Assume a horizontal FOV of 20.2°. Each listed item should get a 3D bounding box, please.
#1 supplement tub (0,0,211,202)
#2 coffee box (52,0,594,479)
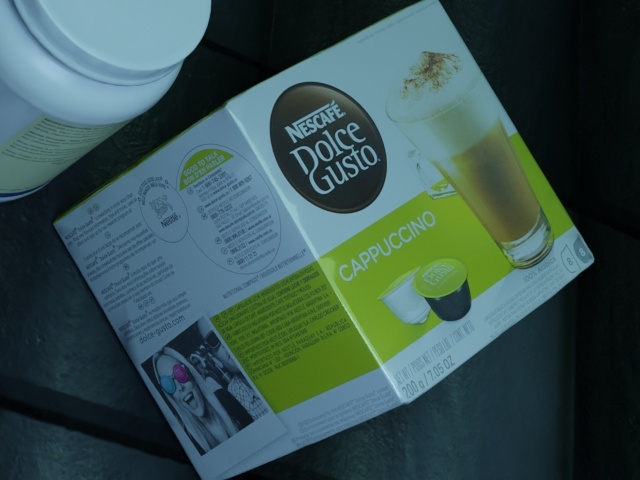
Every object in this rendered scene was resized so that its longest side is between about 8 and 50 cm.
[{"bbox_3d":[-0.275,-0.192,1.736,0.235,0.325,0.235,16,62,-33],"label":"supplement tub"},{"bbox_3d":[0.000,0.000,1.859,0.337,0.338,0.334,-32,92,-42],"label":"coffee box"}]
